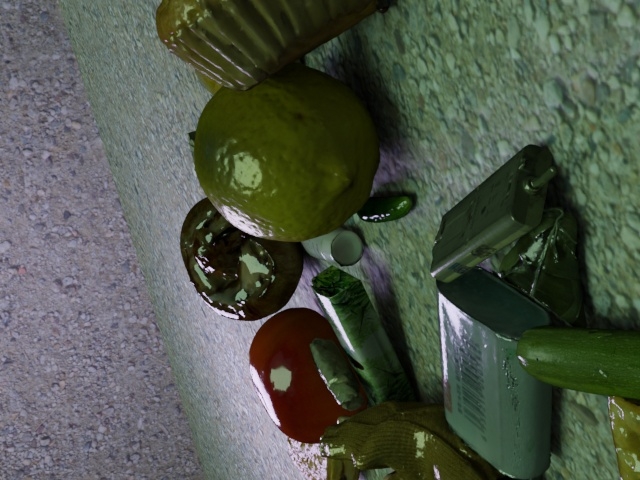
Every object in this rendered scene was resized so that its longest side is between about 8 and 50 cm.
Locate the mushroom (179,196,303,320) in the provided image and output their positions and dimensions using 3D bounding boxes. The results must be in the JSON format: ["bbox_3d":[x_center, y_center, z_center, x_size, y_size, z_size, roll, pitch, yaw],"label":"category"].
[{"bbox_3d":[-0.144,0.019,1.625,0.263,0.195,0.283,53,160,17],"label":"mushroom"}]

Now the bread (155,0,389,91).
[{"bbox_3d":[-0.061,-0.279,1.045,0.149,0.274,0.274,61,160,-7],"label":"bread"}]

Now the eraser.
[{"bbox_3d":[0.214,0.163,1.075,0.174,0.081,0.226,36,142,47],"label":"eraser"}]

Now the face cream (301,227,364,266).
[{"bbox_3d":[0.000,0.000,1.462,0.092,0.058,0.244,59,165,-15],"label":"face cream"}]

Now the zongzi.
[{"bbox_3d":[0.256,0.029,0.898,0.119,0.055,0.109,39,136,12],"label":"zongzi"}]

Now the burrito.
[{"bbox_3d":[0.026,0.214,1.428,0.058,0.045,0.188,35,-171,-31],"label":"burrito"}]

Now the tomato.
[{"bbox_3d":[-0.031,0.252,1.615,0.259,0.180,0.259,54,158,35],"label":"tomato"}]

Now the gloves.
[{"bbox_3d":[0.156,0.321,1.260,0.357,0.155,0.203,12,141,41],"label":"gloves"}]

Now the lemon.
[{"bbox_3d":[-0.047,-0.120,1.186,0.267,0.267,0.267,50,153,38],"label":"lemon"}]

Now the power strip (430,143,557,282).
[{"bbox_3d":[0.188,-0.028,0.949,0.268,0.034,0.092,131,157,-66],"label":"power strip"}]

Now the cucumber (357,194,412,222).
[{"bbox_3d":[0.085,-0.043,1.237,0.168,0.039,0.039,-2,110,66],"label":"cucumber"}]

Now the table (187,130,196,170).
[{"bbox_3d":[-0.220,-0.184,1.767,0.062,0.079,0.083,33,139,57],"label":"table"}]

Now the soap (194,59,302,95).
[{"bbox_3d":[-0.122,-0.289,1.417,0.274,0.089,0.173,42,146,47],"label":"soap"}]

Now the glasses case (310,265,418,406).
[{"bbox_3d":[0.070,0.173,1.384,0.095,0.062,0.272,24,144,61],"label":"glasses case"}]

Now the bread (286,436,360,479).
[{"bbox_3d":[0.008,0.411,1.800,0.210,0.099,0.235,39,140,47],"label":"bread"}]

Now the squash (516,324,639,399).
[{"bbox_3d":[0.284,0.119,0.854,0.239,0.069,0.069,-4,108,58],"label":"squash"}]

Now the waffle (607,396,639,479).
[{"bbox_3d":[0.371,0.282,0.850,0.168,0.057,0.274,24,133,61],"label":"waffle"}]
